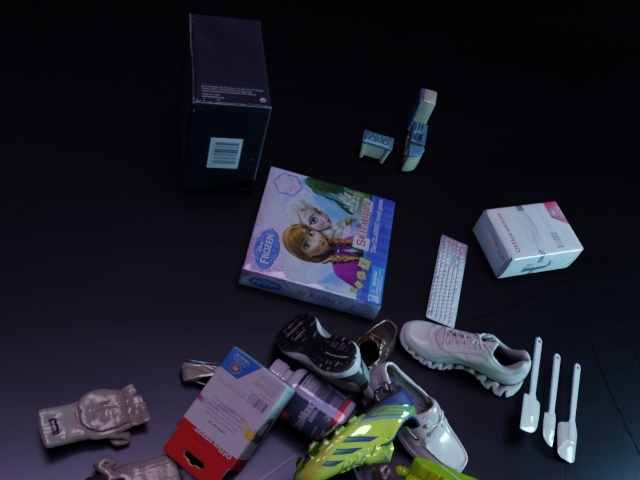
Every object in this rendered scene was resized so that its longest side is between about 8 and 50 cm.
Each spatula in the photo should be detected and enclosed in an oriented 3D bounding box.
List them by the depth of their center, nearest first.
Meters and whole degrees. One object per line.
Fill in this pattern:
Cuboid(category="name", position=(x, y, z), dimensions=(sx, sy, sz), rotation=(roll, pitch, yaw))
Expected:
Cuboid(category="spatula", position=(0.507, 0.343, 1.714), dimensions=(0.168, 0.019, 0.242), rotation=(32, 50, -14))

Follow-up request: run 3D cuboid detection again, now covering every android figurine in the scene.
Cuboid(category="android figurine", position=(0.269, 0.469, 1.444), dimensions=(0.273, 0.248, 0.056), rotation=(22, 85, -13))

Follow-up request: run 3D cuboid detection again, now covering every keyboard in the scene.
Cuboid(category="keyboard", position=(0.303, 0.094, 1.876), dimensions=(0.072, 0.014, 0.256), rotation=(20, 51, -2))

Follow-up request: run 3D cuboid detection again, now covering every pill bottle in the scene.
Cuboid(category="pill bottle", position=(-0.032, 0.317, 1.548), dimensions=(0.180, 0.108, 0.108), rotation=(32, 52, 9))

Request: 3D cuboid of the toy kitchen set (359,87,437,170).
Cuboid(category="toy kitchen set", position=(0.203, -0.308, 2.079), dimensions=(0.166, 0.122, 0.207), rotation=(16, 51, -4))

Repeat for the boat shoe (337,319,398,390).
Cuboid(category="boat shoe", position=(0.108, 0.236, 1.674), dimensions=(0.073, 0.073, 0.207), rotation=(34, 51, 11))

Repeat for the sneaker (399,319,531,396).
Cuboid(category="sneaker", position=(0.317, 0.234, 1.711), dimensions=(0.292, 0.118, 0.110), rotation=(21, 53, 1))

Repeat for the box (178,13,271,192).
Cuboid(category="box", position=(-0.232, -0.318, 1.844), dimensions=(0.183, 0.296, 0.294), rotation=(1, 54, -15))

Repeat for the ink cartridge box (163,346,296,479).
Cuboid(category="ink cartridge box", position=(-0.169, 0.333, 1.469), dimensions=(0.134, 0.078, 0.231), rotation=(34, 84, 18))

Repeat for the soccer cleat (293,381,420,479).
Cuboid(category="soccer cleat", position=(0.076, 0.373, 1.439), dimensions=(0.289, 0.093, 0.121), rotation=(-31, 85, -36))

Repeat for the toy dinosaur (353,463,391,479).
Cuboid(category="toy dinosaur", position=(0.108, 0.571, 1.415), dimensions=(0.160, 0.121, 0.313), rotation=(10, 55, 6))

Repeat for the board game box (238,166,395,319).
Cuboid(category="board game box", position=(0.000, 0.000, 1.822), dimensions=(0.318, 0.066, 0.318), rotation=(15, 51, -5))

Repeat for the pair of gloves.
Cuboid(category="pair of gloves", position=(-0.384, 0.388, 1.428), dimensions=(0.204, 0.042, 0.240), rotation=(-17, 67, -33))

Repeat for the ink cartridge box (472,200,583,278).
Cuboid(category="ink cartridge box", position=(0.515, -0.003, 1.963), dimensions=(0.218, 0.092, 0.158), rotation=(-6, 56, -23))

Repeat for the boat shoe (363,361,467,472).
Cuboid(category="boat shoe", position=(0.201, 0.357, 1.574), dimensions=(0.277, 0.096, 0.098), rotation=(45, 51, 1))

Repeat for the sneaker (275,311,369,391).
Cuboid(category="sneaker", position=(0.000, 0.231, 1.586), dimensions=(0.100, 0.108, 0.271), rotation=(-43, 34, -14))

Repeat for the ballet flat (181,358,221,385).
Cuboid(category="ballet flat", position=(-0.195, 0.270, 1.579), dimensions=(0.168, 0.057, 0.052), rotation=(6, 80, -8))
